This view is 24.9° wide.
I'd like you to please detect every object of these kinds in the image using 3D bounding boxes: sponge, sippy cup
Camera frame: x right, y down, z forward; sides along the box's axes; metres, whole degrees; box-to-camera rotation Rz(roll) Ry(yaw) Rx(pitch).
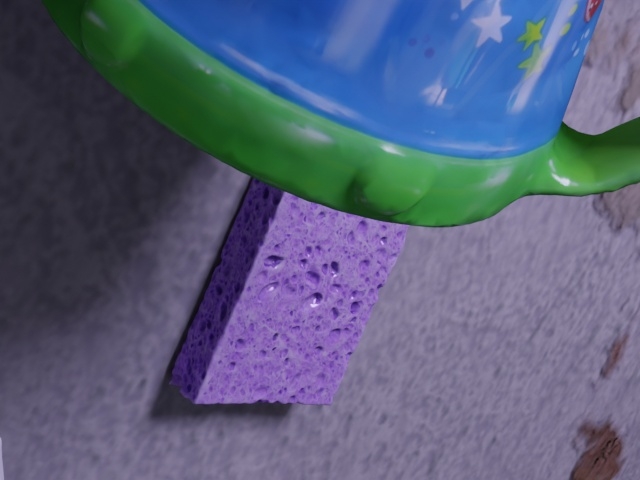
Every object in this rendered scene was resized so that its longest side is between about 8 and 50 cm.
[{"bbox_3d":[0.000,0.000,0.835,0.117,0.031,0.210,10,108,-47],"label":"sponge"},{"bbox_3d":[0.035,-0.162,0.561,0.305,0.240,0.224,9,126,-34],"label":"sippy cup"}]

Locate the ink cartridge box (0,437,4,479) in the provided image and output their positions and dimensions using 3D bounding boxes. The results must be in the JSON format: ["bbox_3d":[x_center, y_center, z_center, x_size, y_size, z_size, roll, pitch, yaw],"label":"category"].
[{"bbox_3d":[-0.280,0.182,0.613,0.289,0.121,0.211,-21,128,-34],"label":"ink cartridge box"}]
